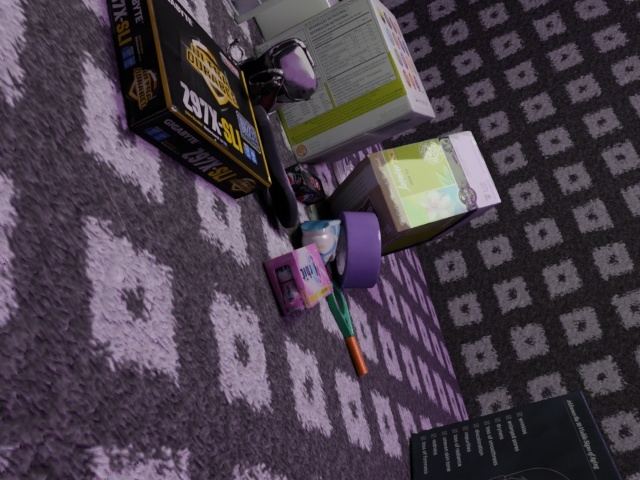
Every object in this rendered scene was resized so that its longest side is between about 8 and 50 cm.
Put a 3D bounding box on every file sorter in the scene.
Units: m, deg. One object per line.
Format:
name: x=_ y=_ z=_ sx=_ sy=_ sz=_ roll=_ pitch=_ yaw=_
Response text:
file sorter: x=-0.130 y=-0.708 z=1.528 sx=0.173 sy=0.277 sz=0.193 roll=52 pitch=22 yaw=-45

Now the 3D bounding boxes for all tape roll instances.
tape roll: x=0.087 y=0.023 z=1.524 sx=0.189 sy=0.080 sz=0.189 roll=180 pitch=-90 yaw=-80

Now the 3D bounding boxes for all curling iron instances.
curling iron: x=-0.117 y=-0.279 z=1.233 sx=0.274 sy=0.068 sz=0.035 roll=153 pitch=-78 yaw=-77

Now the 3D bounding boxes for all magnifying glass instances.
magnifying glass: x=0.062 y=0.203 z=1.462 sx=0.092 sy=0.026 sz=0.231 roll=5 pitch=66 yaw=-74

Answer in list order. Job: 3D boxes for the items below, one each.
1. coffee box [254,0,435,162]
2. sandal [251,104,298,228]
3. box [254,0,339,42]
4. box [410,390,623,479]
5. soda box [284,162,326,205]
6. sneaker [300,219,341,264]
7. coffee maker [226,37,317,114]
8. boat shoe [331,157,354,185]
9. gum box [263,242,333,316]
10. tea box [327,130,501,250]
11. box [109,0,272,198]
coffee box: x=0.078 y=-0.433 z=1.722 sx=0.334 sy=0.338 sz=0.337 roll=68 pitch=20 yaw=0
sandal: x=-0.109 y=-0.139 z=1.232 sx=0.097 sy=0.054 sz=0.254 roll=27 pitch=-41 yaw=60
box: x=-0.064 y=-0.704 z=1.889 sx=0.345 sy=0.215 sz=0.168 roll=-78 pitch=144 yaw=-66
box: x=0.490 y=0.665 z=1.489 sx=0.480 sy=0.471 sz=0.297 roll=-74 pitch=141 yaw=-66
soda box: x=-0.040 y=-0.132 z=1.497 sx=0.169 sy=0.053 sz=0.060 roll=23 pitch=48 yaw=-70
sneaker: x=0.000 y=0.000 z=1.430 sx=0.228 sy=0.087 sz=0.092 roll=-37 pitch=124 yaw=-76
coffee maker: x=-0.109 y=-0.351 z=1.293 sx=0.171 sy=0.178 sz=0.120 roll=39 pitch=70 yaw=-23
boat shoe: x=0.081 y=-0.233 z=2.065 sx=0.066 sy=0.063 sz=0.184 roll=31 pitch=40 yaw=-68
gum box: x=-0.040 y=0.072 z=1.195 sx=0.188 sy=0.062 sz=0.107 roll=-20 pitch=89 yaw=-76
tea box: x=0.238 y=-0.108 z=1.693 sx=0.220 sy=0.323 sz=0.329 roll=69 pitch=-23 yaw=10
box: x=-0.202 y=-0.236 z=1.007 sx=0.322 sy=0.079 sz=0.257 roll=37 pitch=37 yaw=-65
